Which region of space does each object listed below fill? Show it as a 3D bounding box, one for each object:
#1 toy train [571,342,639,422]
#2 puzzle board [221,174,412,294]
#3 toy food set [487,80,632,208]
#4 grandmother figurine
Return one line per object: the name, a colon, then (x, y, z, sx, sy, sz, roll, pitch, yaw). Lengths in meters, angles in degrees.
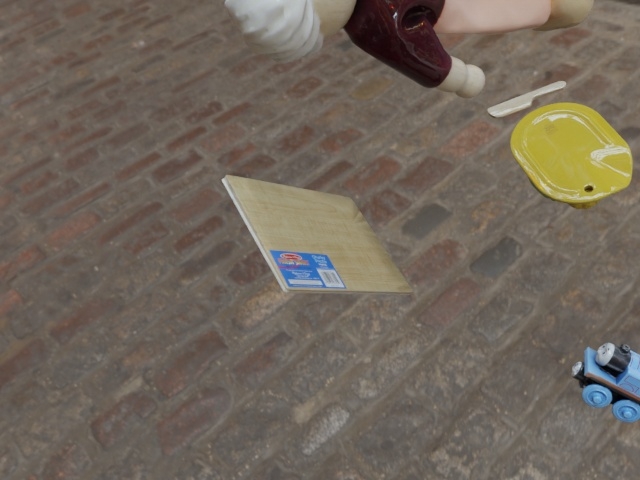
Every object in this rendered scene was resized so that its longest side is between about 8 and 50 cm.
toy train: (0.477, 0.219, 0.937, 0.184, 0.105, 0.080, 28, 32, 7)
puzzle board: (0.000, 0.000, 0.431, 0.011, 0.128, 0.096, -49, 56, 29)
toy food set: (0.339, -0.120, 0.876, 0.128, 0.071, 0.218, -26, 52, 7)
grandmother figurine: (0.074, -0.213, 0.501, 0.342, 0.104, 0.208, -23, 77, -33)
